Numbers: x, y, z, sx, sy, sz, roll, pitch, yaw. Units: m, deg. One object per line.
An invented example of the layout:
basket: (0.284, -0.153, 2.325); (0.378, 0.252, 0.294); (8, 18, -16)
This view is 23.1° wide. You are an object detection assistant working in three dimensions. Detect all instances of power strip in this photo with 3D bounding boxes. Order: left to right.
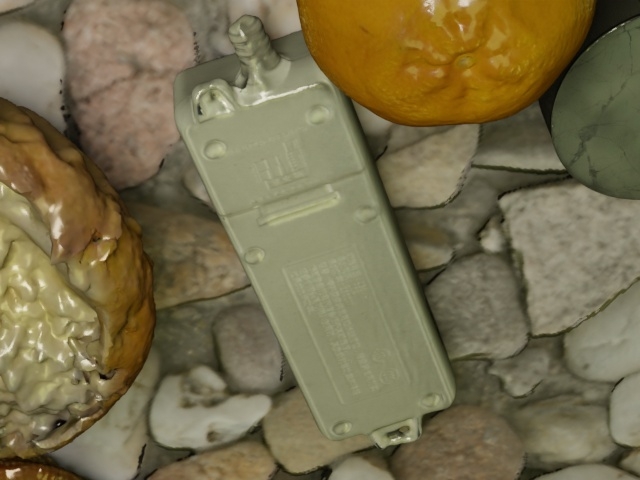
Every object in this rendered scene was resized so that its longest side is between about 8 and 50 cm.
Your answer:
power strip: (0.000, 0.000, 0.952); (0.098, 0.058, 0.338); (-18, 130, 6)

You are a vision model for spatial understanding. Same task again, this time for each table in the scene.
table: (0.196, -0.089, 0.920); (0.133, 0.043, 0.133); (-4, 129, -5)

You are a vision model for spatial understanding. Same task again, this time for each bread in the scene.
bread: (-0.225, 0.015, 0.873); (0.274, 0.149, 0.274); (-2, 134, -2)

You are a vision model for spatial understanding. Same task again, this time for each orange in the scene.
orange: (0.066, -0.129, 0.808); (0.159, 0.136, 0.159); (-2, 128, -3)

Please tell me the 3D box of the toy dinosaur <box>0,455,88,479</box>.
toy dinosaur: (-0.271, 0.211, 1.060); (0.393, 0.092, 0.205); (19, 123, -21)
